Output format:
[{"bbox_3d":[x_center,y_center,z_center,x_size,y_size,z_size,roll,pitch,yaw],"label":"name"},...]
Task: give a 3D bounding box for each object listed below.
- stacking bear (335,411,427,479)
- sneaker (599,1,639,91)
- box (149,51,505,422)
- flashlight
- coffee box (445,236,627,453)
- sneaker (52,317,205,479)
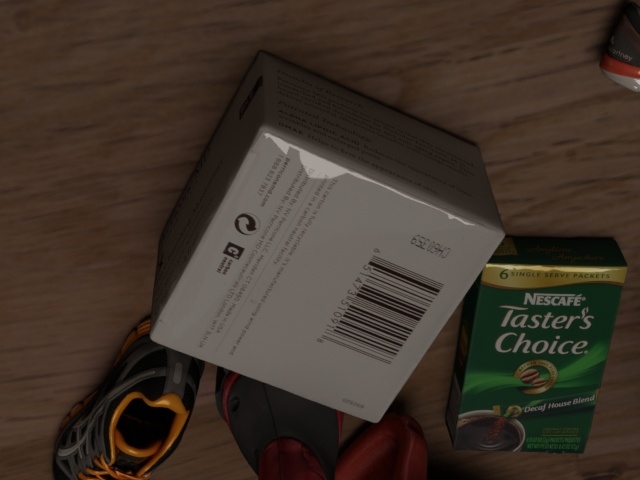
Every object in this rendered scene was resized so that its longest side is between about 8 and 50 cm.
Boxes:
[{"bbox_3d":[0.132,0.292,1.059,0.289,0.175,0.164,30,121,-29],"label":"stacking bear"},{"bbox_3d":[0.270,-0.127,0.859,0.157,0.061,0.065,5,115,-8],"label":"sneaker"},{"bbox_3d":[0.000,0.000,0.883,0.182,0.119,0.181,22,118,-16],"label":"box"},{"bbox_3d":[-0.022,0.172,0.880,0.103,0.304,0.103,17,118,-13],"label":"flashlight"},{"bbox_3d":[0.163,0.083,0.992,0.113,0.040,0.184,3,122,-5],"label":"coffee box"},{"bbox_3d":[-0.154,0.158,0.993,0.084,0.083,0.215,19,120,-17],"label":"sneaker"}]
